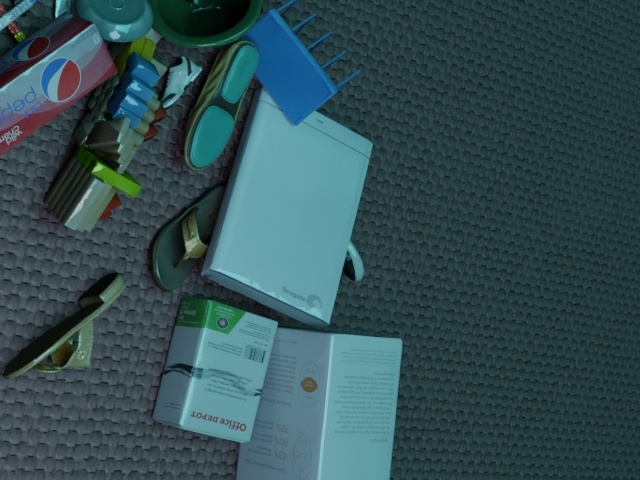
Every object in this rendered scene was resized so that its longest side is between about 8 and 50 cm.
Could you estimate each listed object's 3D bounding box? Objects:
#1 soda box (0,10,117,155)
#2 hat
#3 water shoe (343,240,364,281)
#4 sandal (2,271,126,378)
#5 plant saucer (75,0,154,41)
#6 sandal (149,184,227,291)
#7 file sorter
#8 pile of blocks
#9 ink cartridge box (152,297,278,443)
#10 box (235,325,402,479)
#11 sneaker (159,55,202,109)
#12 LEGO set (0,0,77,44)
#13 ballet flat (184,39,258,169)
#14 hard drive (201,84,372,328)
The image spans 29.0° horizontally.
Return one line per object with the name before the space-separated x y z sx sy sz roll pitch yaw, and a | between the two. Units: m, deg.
soda box | -0.423 -0.213 1.755 0.263 0.083 0.092 -41 133 -22
hat | -0.170 -0.336 1.986 0.208 0.183 0.173 -15 66 -9
water shoe | 0.000 0.000 2.186 0.080 0.073 0.203 -37 109 -15
sandal | -0.361 0.151 1.855 0.240 0.088 0.079 -48 114 -35
plant saucer | -0.306 -0.350 1.854 0.119 0.021 0.119 10 56 -15
sandal | -0.195 -0.009 2.011 0.219 0.060 0.090 -46 119 -30
file sorter | -0.035 -0.305 2.067 0.170 0.118 0.104 51 46 -4
pile of blocks | -0.286 -0.165 1.870 0.112 0.149 0.362 30 71 -37
ink cartridge box | -0.171 0.213 2.020 0.153 0.087 0.208 23 76 -39
box | -0.007 0.323 2.081 0.168 0.215 0.345 9 86 -41
sneaker | -0.236 -0.251 1.989 0.043 0.040 0.109 42 61 -16
LEGO set | -0.415 -0.361 1.815 0.182 0.060 0.244 2 90 -37
ballet flat | -0.171 -0.220 2.021 0.080 0.073 0.232 36 75 -40
hard drive | -0.049 -0.058 2.072 0.233 0.047 0.353 27 63 -24
